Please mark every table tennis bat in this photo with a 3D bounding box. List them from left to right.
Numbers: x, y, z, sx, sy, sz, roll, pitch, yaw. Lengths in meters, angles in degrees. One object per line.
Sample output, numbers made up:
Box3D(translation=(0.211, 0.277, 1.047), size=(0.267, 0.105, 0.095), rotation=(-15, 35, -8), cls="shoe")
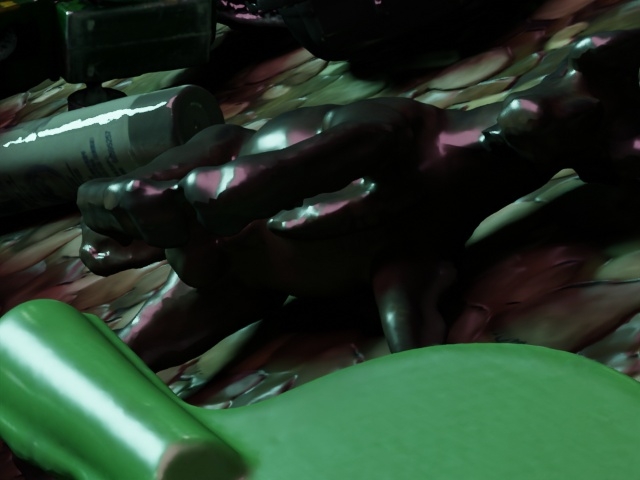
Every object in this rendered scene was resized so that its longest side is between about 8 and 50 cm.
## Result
Box3D(translation=(-0.017, 0.066, 0.419), size=(0.160, 0.039, 0.257), rotation=(-35, 31, -18), cls="table tennis bat")

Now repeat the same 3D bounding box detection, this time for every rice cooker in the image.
Box3D(translation=(0.034, -0.155, 0.848), size=(0.142, 0.118, 0.203), rotation=(-20, 16, 18), cls="rice cooker")

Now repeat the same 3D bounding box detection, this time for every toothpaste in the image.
Box3D(translation=(-0.146, -0.032, 0.875), size=(0.239, 0.062, 0.039), rotation=(-10, 51, 35), cls="toothpaste")

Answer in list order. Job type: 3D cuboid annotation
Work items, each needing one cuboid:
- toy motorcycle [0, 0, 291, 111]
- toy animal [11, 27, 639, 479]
Box3D(translation=(-0.135, -0.130, 0.962), size=(0.274, 0.125, 0.187), rotation=(-12, 30, -29), cls="toy motorcycle")
Box3D(translation=(0.000, 0.000, 0.571), size=(0.232, 0.084, 0.148), rotation=(-15, 10, 35), cls="toy animal")
